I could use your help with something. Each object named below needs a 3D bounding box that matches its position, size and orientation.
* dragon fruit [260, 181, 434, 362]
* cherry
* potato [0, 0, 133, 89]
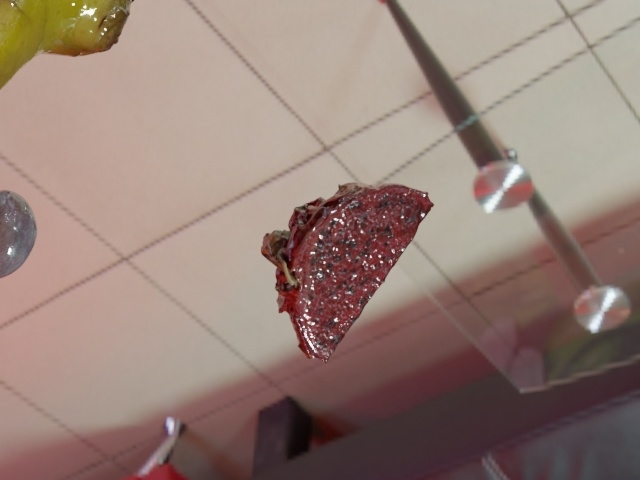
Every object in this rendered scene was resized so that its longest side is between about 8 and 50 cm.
[{"bbox_3d":[0.000,0.000,1.855,0.317,0.152,0.205,-54,137,-3],"label":"dragon fruit"},{"bbox_3d":[-0.456,-0.032,1.744,0.115,0.188,0.148,13,132,12],"label":"cherry"},{"bbox_3d":[-0.498,-0.303,1.774,0.397,0.296,0.290,25,156,-38],"label":"potato"}]
